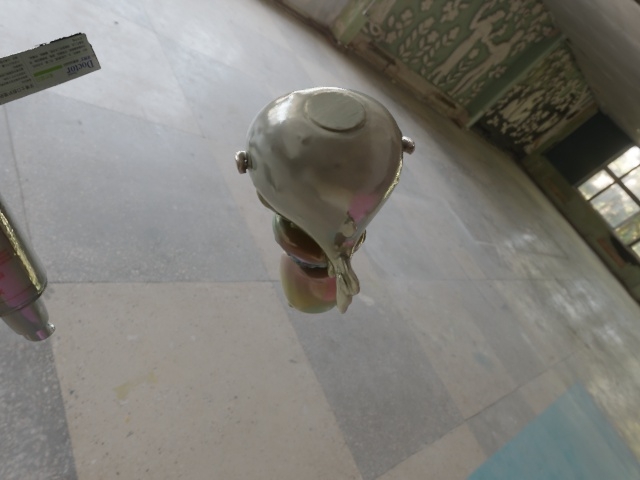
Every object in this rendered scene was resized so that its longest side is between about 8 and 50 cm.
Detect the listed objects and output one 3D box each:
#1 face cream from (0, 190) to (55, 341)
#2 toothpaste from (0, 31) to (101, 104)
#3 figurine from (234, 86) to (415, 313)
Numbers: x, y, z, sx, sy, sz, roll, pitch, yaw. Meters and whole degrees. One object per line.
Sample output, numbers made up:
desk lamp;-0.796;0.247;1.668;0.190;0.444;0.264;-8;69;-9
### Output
face cream;-0.421;0.045;0.591;0.101;0.252;0.101;-1;39;1
toothpaste;-0.510;-0.235;0.685;0.336;0.081;0.067;-41;129;-36
figurine;0.000;0.000;0.631;0.226;0.394;0.275;-3;51;-10
